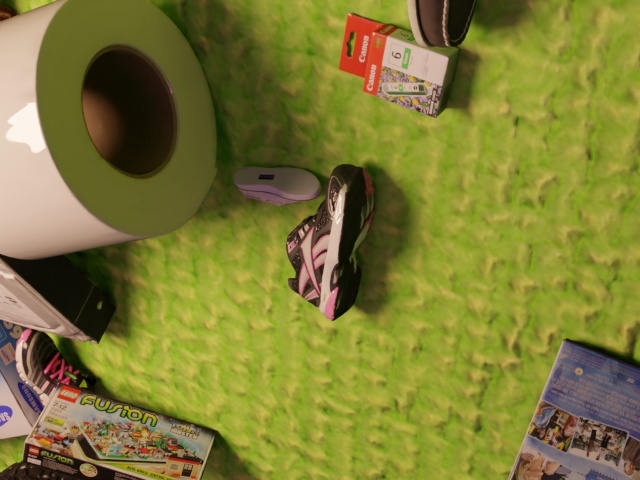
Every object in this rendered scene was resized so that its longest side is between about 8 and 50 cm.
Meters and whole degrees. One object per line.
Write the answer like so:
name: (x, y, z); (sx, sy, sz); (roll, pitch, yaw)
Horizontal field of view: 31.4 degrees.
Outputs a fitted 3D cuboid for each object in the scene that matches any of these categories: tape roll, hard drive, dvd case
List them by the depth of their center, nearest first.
dvd case: (0.266, 0.240, 1.058); (0.180, 0.022, 0.253); (21, 85, 20)
tape roll: (-0.243, -0.111, 1.126); (0.169, 0.246, 0.246); (-9, 111, 34)
hard drive: (-0.408, 0.005, 1.294); (0.236, 0.064, 0.339); (13, 156, 24)

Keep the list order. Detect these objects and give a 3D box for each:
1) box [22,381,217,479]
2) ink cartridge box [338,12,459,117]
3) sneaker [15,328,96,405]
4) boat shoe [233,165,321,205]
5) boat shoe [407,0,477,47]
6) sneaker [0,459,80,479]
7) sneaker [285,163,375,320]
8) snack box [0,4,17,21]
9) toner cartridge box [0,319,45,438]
box: (-0.239, 0.247, 1.370); (0.206, 0.114, 0.036); (17, 124, 0)
ink cartridge box: (0.066, -0.162, 1.048); (0.115, 0.029, 0.063); (23, 126, 19)
sneaker: (-0.326, 0.178, 1.451); (0.074, 0.063, 0.170); (-1, 128, 26)
boat shoe: (-0.042, -0.052, 1.177); (0.100, 0.035, 0.035); (6, 146, 24)
boat shoe: (0.123, -0.259, 0.925); (0.068, 0.081, 0.228); (20, 122, 25)
sneaker: (-0.336, 0.389, 1.557); (0.283, 0.107, 0.124); (6, 125, 28)
sneaker: (0.000, 0.000, 1.153); (0.077, 0.072, 0.178); (24, 125, 20)
snack box: (-0.408, -0.259, 1.201); (0.064, 0.178, 0.022); (-2, 78, 31)
toner cartridge box: (-0.520, 0.198, 1.577); (0.347, 0.075, 0.165); (-15, 108, 36)
